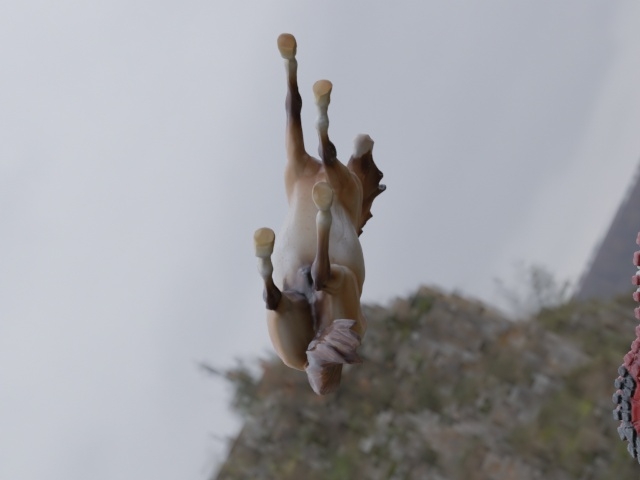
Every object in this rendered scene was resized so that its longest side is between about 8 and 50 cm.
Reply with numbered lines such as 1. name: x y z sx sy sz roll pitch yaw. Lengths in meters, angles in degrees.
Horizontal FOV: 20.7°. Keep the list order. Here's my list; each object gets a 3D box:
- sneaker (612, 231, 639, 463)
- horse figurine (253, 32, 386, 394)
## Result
1. sneaker: 0.269 0.049 1.215 0.092 0.088 0.225 -5 -60 -22
2. horse figurine: 0.000 0.000 1.087 0.174 0.066 0.263 79 -170 -47
